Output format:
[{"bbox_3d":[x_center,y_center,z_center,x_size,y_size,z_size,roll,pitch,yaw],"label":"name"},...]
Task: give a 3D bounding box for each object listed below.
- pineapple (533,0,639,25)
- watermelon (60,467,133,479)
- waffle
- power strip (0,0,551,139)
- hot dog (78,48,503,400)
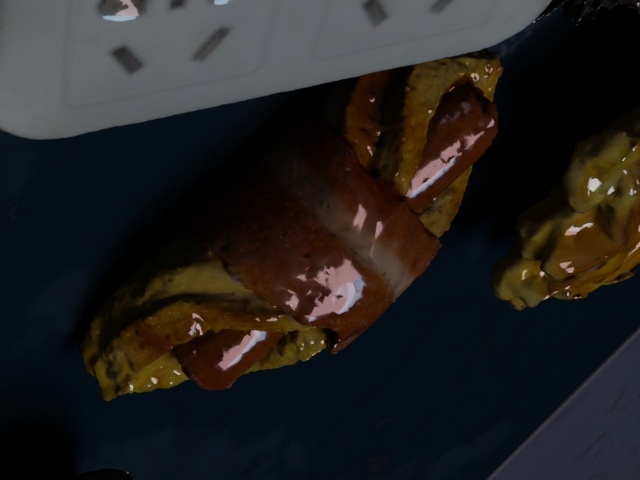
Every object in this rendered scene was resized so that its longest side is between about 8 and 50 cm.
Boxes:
[{"bbox_3d":[0.158,-0.142,0.901,0.124,0.058,0.058,-8,138,-36],"label":"pineapple"},{"bbox_3d":[-0.174,0.245,0.932,0.188,0.175,0.322,-6,123,-17],"label":"watermelon"},{"bbox_3d":[0.238,-0.074,1.032,0.302,0.068,0.325,-50,166,30],"label":"waffle"},{"bbox_3d":[-0.015,-0.168,0.565,0.229,0.141,0.261,-15,153,-20],"label":"power strip"},{"bbox_3d":[0.001,0.003,0.849,0.261,0.093,0.123,-44,153,3],"label":"hot dog"}]
